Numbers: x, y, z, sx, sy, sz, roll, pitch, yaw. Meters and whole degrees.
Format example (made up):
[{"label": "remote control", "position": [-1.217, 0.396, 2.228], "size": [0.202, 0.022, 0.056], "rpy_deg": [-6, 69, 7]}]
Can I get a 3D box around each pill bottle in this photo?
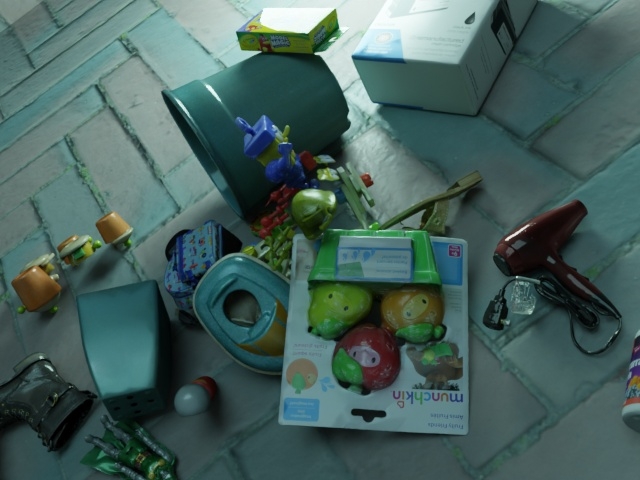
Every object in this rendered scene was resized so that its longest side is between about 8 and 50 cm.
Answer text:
[{"label": "pill bottle", "position": [0.520, 0.190, 1.054], "size": [0.108, 0.108, 0.193], "rpy_deg": [5, 58, 31]}]

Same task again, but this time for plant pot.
[{"label": "plant pot", "position": [-0.134, -0.280, 1.637], "size": [0.334, 0.341, 0.341], "rpy_deg": [-34, 46, -10]}, {"label": "plant pot", "position": [-0.391, 0.234, 1.454], "size": [0.166, 0.165, 0.234], "rpy_deg": [-12, 53, -8]}]

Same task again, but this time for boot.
[{"label": "boot", "position": [-0.632, 0.384, 1.542], "size": [0.229, 0.091, 0.263], "rpy_deg": [33, 79, 36]}]

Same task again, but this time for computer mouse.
[{"label": "computer mouse", "position": [-0.276, 0.093, 1.598], "size": [0.262, 0.060, 0.184], "rpy_deg": [28, 79, 37]}]

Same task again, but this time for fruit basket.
[{"label": "fruit basket", "position": [0.096, 0.151, 1.246], "size": [0.327, 0.165, 0.352], "rpy_deg": [2, 64, 8]}]

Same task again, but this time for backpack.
[{"label": "backpack", "position": [-0.260, 0.058, 1.495], "size": [0.173, 0.117, 0.158], "rpy_deg": [-24, 47, 21]}]

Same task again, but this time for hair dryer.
[{"label": "hair dryer", "position": [0.418, 0.055, 1.256], "size": [0.224, 0.080, 0.293], "rpy_deg": [10, 66, 16]}]

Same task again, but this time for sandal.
[{"label": "sandal", "position": [0.237, -0.052, 1.414], "size": [0.240, 0.088, 0.079], "rpy_deg": [-30, 82, -13]}]

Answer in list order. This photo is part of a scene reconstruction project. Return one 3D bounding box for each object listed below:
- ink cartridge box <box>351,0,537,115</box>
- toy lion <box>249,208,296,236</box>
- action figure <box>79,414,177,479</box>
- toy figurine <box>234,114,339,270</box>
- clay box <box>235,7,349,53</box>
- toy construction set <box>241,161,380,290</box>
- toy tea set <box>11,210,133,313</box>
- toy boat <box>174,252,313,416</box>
[{"label": "ink cartridge box", "position": [0.298, -0.504, 1.663], "size": [0.286, 0.166, 0.394], "rpy_deg": [15, 63, 35]}, {"label": "toy lion", "position": [-0.114, -0.041, 1.628], "size": [0.100, 0.034, 0.096], "rpy_deg": [-33, 39, 2]}, {"label": "action figure", "position": [-0.363, 0.421, 1.389], "size": [0.232, 0.063, 0.137], "rpy_deg": [18, 62, 33]}, {"label": "toy figurine", "position": [-0.103, -0.134, 1.357], "size": [0.191, 0.217, 0.362], "rpy_deg": [-37, 22, 13]}, {"label": "clay box", "position": [-0.059, -0.464, 1.556], "size": [0.222, 0.053, 0.127], "rpy_deg": [9, 45, 29]}, {"label": "toy construction set", "position": [0.000, 0.000, 1.465], "size": [0.328, 0.151, 0.215], "rpy_deg": [-39, 46, 11]}, {"label": "toy tea set", "position": [-0.616, 0.066, 1.784], "size": [0.336, 0.124, 0.200], "rpy_deg": [-30, 18, 9]}, {"label": "toy boat", "position": [-0.158, 0.199, 1.350], "size": [0.267, 0.148, 0.318], "rpy_deg": [37, 94, 2]}]
